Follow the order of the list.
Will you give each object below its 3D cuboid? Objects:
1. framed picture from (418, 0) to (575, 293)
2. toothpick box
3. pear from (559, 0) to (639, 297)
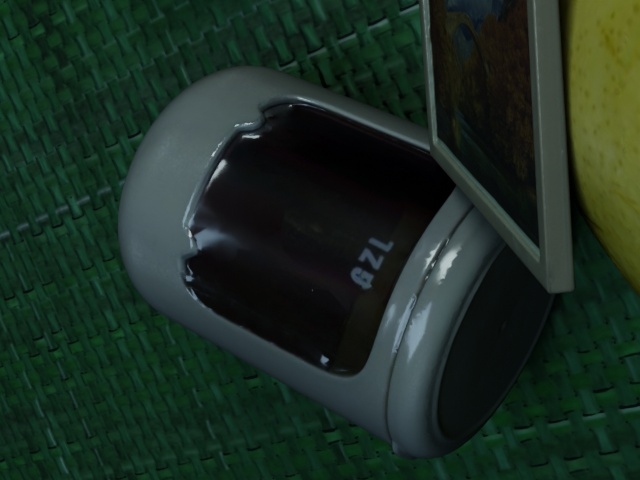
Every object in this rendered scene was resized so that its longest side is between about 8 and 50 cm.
[{"bbox_3d":[0.087,-0.098,0.761,0.016,0.250,0.184,-9,112,-7],"label":"framed picture"},{"bbox_3d":[0.000,0.000,1.015,0.316,0.229,0.229,25,121,27],"label":"toothpick box"},{"bbox_3d":[0.275,-0.086,0.687,0.348,0.348,0.348,14,115,32],"label":"pear"}]
